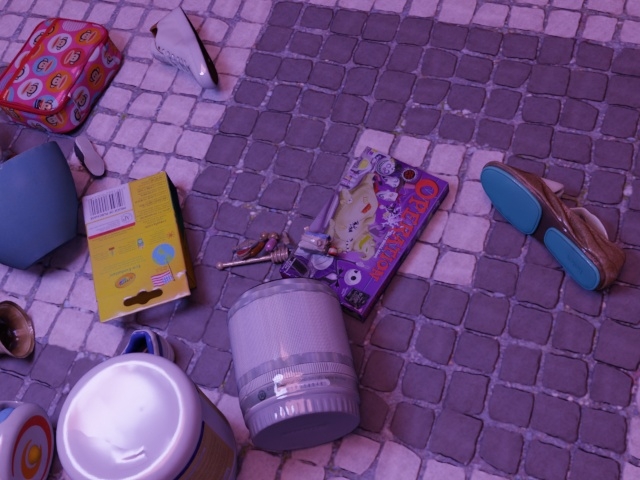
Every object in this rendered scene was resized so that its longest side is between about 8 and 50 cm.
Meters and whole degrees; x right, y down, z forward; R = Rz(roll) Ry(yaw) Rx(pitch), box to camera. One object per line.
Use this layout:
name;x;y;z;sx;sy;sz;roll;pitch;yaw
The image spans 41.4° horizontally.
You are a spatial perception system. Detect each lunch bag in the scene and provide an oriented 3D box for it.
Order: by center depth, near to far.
lunch bag;-0.661;-0.413;2.086;0.258;0.120;0.293;15;64;22

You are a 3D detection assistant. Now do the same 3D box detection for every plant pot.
plant pot;-0.635;-0.053;1.817;0.290;0.290;0.195;-35;97;-9

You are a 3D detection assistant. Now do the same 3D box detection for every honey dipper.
honey dipper;-0.143;0.043;1.784;0.160;0.030;0.031;-11;60;8

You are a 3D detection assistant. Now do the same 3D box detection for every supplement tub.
supplement tub;-0.282;0.357;1.466;0.241;0.331;0.241;-5;61;8

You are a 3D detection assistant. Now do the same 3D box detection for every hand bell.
hand bell;-0.738;0.226;1.775;0.242;0.126;0.126;-22;59;13

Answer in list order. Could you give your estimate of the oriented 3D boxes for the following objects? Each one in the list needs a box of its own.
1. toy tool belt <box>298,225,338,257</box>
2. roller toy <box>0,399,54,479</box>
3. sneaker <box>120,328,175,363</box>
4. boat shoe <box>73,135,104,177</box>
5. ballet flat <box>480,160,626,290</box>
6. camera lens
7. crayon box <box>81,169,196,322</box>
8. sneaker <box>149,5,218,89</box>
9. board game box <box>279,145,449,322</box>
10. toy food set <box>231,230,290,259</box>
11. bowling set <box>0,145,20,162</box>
toy tool belt;0.000;0.000;1.715;0.083;0.052;0.051;11;73;16
roller toy;-0.593;0.399;1.584;0.146;0.191;0.209;2;62;11
sneaker;-0.390;0.306;1.632;0.111;0.131;0.297;14;67;16
boat shoe;-0.545;-0.189;1.982;0.046;0.038;0.125;-11;56;-45
ballet flat;0.468;-0.047;1.677;0.124;0.116;0.342;-27;59;-28
camera lens;-0.050;0.221;1.558;0.219;0.219;0.274;-14;60;3
crayon box;-0.388;0.024;1.811;0.202;0.081;0.319;-17;60;2
sneaker;-0.336;-0.443;2.050;0.123;0.106;0.290;-30;51;1
board game box;0.093;-0.021;1.763;0.208;0.056;0.347;28;70;19
toy food set;-0.129;0.008;1.785;0.122;0.019;0.078;-20;30;-3
bowling set;-0.804;-0.201;1.990;0.287;0.199;0.154;-54;50;29
